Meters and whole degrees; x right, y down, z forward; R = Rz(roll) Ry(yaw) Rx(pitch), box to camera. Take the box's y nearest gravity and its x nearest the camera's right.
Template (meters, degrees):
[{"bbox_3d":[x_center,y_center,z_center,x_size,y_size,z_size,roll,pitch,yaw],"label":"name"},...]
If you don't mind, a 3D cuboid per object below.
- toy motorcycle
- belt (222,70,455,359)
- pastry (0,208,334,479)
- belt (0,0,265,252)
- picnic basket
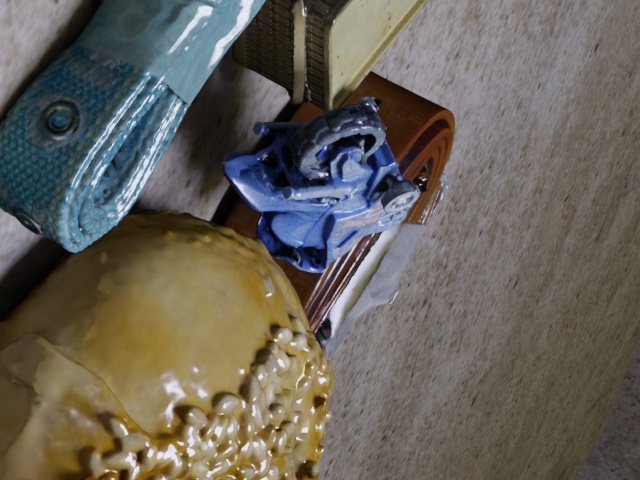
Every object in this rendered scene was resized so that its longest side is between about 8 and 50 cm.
[{"bbox_3d":[0.002,-0.032,1.271,0.114,0.076,0.205,-26,160,3],"label":"toy motorcycle"},{"bbox_3d":[0.000,0.000,1.458,0.261,0.105,0.184,-58,164,-7],"label":"belt"},{"bbox_3d":[-0.103,0.127,1.240,0.284,0.184,0.316,-63,162,7],"label":"pastry"},{"bbox_3d":[-0.079,-0.131,1.088,0.302,0.072,0.087,-55,158,-9],"label":"belt"},{"bbox_3d":[0.015,-0.176,1.258,0.164,0.079,0.115,-51,162,-25],"label":"picnic basket"}]
